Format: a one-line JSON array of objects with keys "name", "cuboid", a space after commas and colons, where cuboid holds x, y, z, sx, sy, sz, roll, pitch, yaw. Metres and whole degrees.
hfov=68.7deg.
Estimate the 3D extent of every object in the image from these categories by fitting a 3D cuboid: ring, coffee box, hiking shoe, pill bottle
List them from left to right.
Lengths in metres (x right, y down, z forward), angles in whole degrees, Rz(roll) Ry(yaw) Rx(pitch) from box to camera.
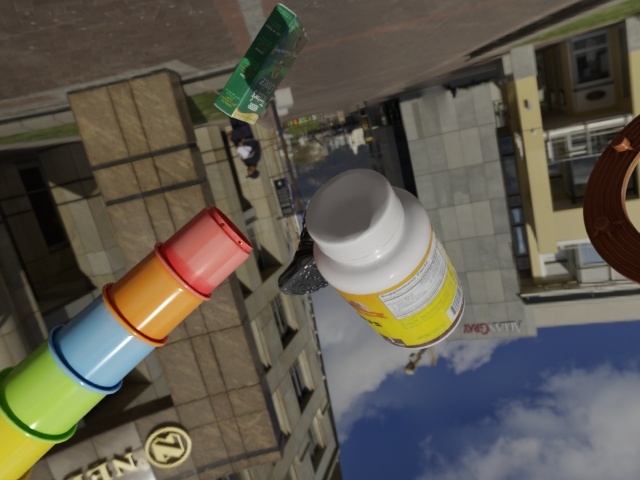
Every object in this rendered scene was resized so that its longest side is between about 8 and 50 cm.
[{"name": "coffee box", "cuboid": [-0.092, -0.282, 0.772, 0.184, 0.040, 0.113, -54, 176, 11]}, {"name": "hiking shoe", "cuboid": [0.000, 0.000, 0.850, 0.227, 0.086, 0.114, -45, -132, 3]}, {"name": "pill bottle", "cuboid": [0.070, 0.024, 0.484, 0.117, 0.215, 0.117, -16, -129, 21]}, {"name": "ring", "cuboid": [0.499, -0.088, 0.595, 0.032, 0.336, 0.336, 28, 175, -25]}]

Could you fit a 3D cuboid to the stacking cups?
[{"name": "stacking cups", "cuboid": [-0.205, 0.087, 0.442, 0.316, 0.096, 0.096, -45, -164, -1]}]
